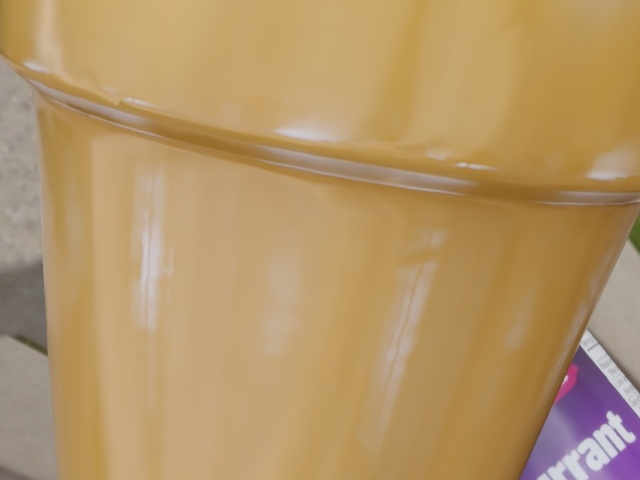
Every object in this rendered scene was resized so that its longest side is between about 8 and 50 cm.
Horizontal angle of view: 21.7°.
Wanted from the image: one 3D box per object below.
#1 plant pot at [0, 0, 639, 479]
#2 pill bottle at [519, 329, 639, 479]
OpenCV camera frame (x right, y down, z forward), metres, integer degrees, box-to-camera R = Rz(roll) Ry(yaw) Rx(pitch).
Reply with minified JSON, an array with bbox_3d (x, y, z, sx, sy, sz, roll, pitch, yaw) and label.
[{"bbox_3d":[0.000,0.000,0.491,0.205,0.205,0.188,17,102,31],"label":"plant pot"},{"bbox_3d":[0.070,0.082,0.617,0.108,0.108,0.193,-40,80,7],"label":"pill bottle"}]
